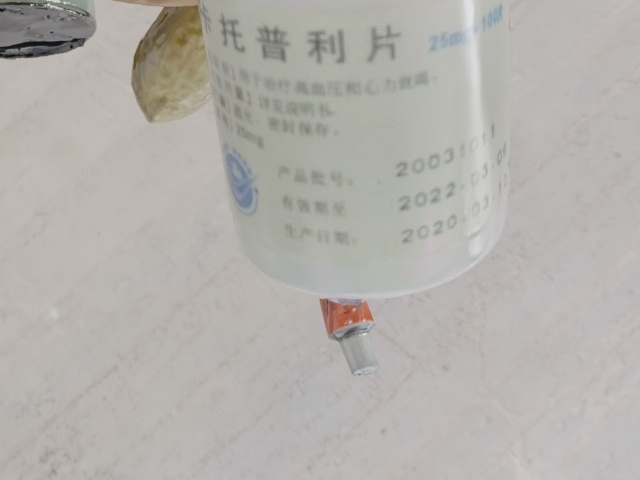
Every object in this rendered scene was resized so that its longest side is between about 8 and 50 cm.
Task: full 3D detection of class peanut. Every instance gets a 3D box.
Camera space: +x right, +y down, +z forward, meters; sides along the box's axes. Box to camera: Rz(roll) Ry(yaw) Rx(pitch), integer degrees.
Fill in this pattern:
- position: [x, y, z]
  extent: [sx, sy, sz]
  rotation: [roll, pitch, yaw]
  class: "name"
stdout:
- position: [-0.132, -0.253, 1.214]
  extent: [0.111, 0.125, 0.274]
  rotation: [26, 107, -21]
  class: "peanut"

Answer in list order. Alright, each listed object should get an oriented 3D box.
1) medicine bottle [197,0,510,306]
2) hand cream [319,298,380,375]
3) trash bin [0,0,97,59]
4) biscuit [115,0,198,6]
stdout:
- position: [0.019, -0.126, 0.589]
  extent: [0.170, 0.170, 0.293]
  rotation: [-13, 123, -12]
  class: "medicine bottle"
- position: [0.002, -0.001, 0.831]
  extent: [0.038, 0.052, 0.216]
  rotation: [-9, 71, -31]
  class: "hand cream"
- position: [-0.410, -0.392, 1.408]
  extent: [0.217, 0.277, 0.262]
  rotation: [-2, 82, -29]
  class: "trash bin"
- position: [-0.134, -0.360, 0.886]
  extent: [0.349, 0.455, 0.078]
  rotation: [3, 145, -10]
  class: "biscuit"
